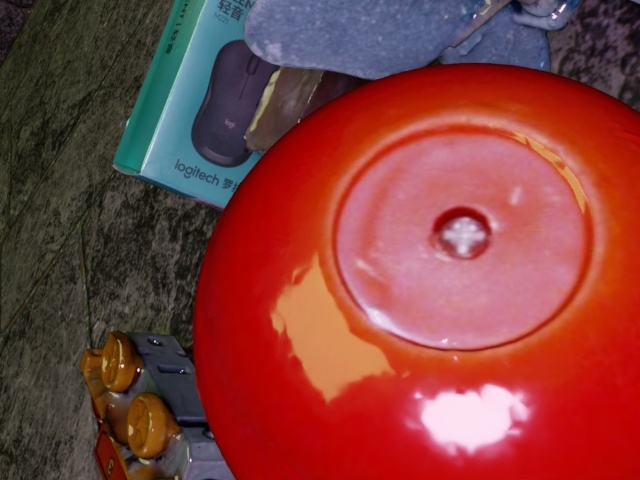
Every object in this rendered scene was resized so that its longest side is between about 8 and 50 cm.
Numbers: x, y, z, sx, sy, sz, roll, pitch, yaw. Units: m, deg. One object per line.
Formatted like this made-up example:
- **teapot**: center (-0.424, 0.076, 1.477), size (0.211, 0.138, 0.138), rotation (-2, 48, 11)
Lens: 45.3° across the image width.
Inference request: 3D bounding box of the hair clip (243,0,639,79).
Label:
- **hair clip**: center (0.168, -0.289, 0.659), size (0.392, 0.318, 0.238), rotation (-28, 51, 44)

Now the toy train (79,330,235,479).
- **toy train**: center (-0.197, 0.266, 0.978), size (0.369, 0.163, 0.231), rotation (40, 113, 52)

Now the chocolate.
- **chocolate**: center (0.029, -0.229, 0.978), size (0.112, 0.112, 0.321), rotation (35, 100, 52)

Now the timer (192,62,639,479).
- **timer**: center (0.099, 0.056, 0.542), size (0.378, 0.279, 0.377), rotation (-6, 59, 10)

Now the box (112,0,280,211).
- **box**: center (-0.139, -0.207, 1.100), size (0.118, 0.205, 0.311), rotation (20, 89, 52)
